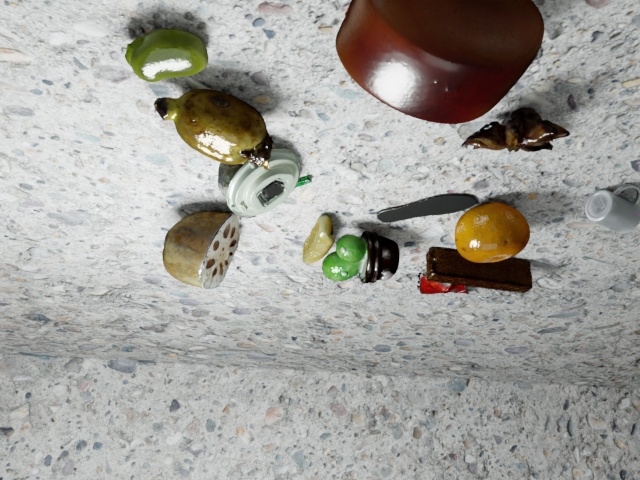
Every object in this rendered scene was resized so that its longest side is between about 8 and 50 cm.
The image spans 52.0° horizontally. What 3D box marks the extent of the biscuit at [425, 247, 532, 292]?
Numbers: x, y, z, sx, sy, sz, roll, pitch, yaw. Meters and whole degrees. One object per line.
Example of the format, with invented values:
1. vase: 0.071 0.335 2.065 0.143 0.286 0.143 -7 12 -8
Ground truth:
1. biscuit: 0.549 0.105 2.289 0.389 0.107 0.073 8 154 -12

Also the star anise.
1. star anise: 0.473 -0.273 1.612 0.272 0.102 0.272 1 178 0

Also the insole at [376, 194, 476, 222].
1. insole: 0.322 -0.098 2.023 0.310 0.012 0.110 -12 150 24

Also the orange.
1. orange: 0.517 -0.024 1.989 0.224 0.169 0.224 -8 166 -2

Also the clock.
1. clock: -0.145 -0.145 1.794 0.237 0.053 0.236 -26 148 -18

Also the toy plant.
1. toy plant: 0.129 0.058 2.149 0.235 0.175 0.218 3 147 -9

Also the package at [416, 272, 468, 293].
1. package: 0.457 0.171 2.463 0.194 0.071 0.269 9 158 17

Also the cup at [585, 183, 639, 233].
1. cup: 0.865 -0.102 1.926 0.133 0.135 0.099 18 -178 -26

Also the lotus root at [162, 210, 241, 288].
1. lotus root: -0.379 0.021 2.063 0.192 0.272 0.272 12 154 14

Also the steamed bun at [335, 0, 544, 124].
1. steamed bun: 0.232 -0.370 1.275 0.380 0.248 0.235 8 152 -15

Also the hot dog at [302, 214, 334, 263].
1. hot dog: 0.000 0.000 2.151 0.074 0.084 0.242 6 151 -15

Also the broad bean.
1. broad bean: -0.336 -0.405 1.426 0.175 0.082 0.124 -15 149 9

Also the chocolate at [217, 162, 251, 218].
1. chocolate: -0.226 -0.143 1.872 0.110 0.110 0.248 -4 157 10

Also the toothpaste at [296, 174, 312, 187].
1. toothpaste: -0.064 -0.168 1.907 0.083 0.017 0.020 -15 150 29

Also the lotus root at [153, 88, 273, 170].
1. lotus root: -0.246 -0.279 1.584 0.314 0.141 0.169 24 143 -19
